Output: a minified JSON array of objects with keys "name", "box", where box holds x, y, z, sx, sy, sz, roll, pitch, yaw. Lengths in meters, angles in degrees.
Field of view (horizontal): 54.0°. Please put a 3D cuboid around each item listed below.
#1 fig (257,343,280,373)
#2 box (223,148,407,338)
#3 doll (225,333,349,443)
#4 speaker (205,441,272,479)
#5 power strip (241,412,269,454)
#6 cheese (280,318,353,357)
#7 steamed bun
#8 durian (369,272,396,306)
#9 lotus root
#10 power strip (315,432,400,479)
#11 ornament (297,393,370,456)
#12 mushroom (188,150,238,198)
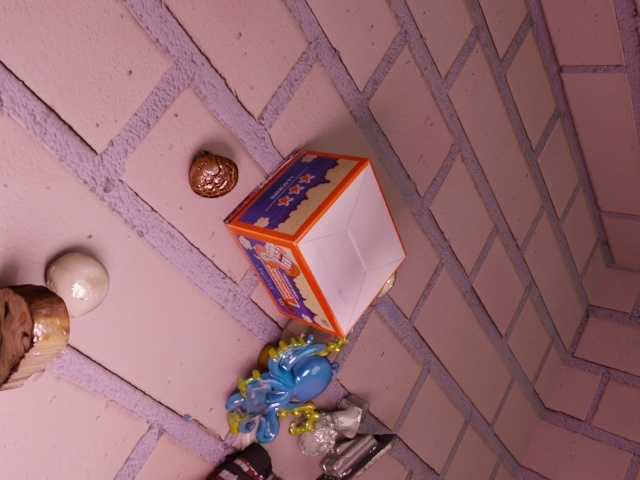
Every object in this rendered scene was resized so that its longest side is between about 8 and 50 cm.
[{"name":"fig","box":[-0.136,0.326,1.697,0.088,0.074,0.074,-47,132,-9]},{"name":"box","box":[0.000,0.000,1.619,0.319,0.256,0.349,-49,133,-25]},{"name":"doll","box":[-0.095,0.387,1.669,0.341,0.099,0.346,-8,122,-27]},{"name":"speaker","box":[-0.227,0.641,1.530,0.329,0.259,0.198,-30,105,-35]},{"name":"power strip","box":[-0.178,0.547,1.736,0.081,0.035,0.192,-14,111,-45]},{"name":"cheese","box":[0.002,0.274,1.830,0.286,0.082,0.163,-14,111,-47]},{"name":"steamed bun","box":[-0.474,0.088,1.248,0.112,0.090,0.130,-29,120,-41]},{"name":"durian","box":[0.153,0.116,1.942,0.148,0.091,0.189,-9,111,-33]},{"name":"lotus root","box":[-0.541,0.164,1.138,0.074,0.260,0.170,-9,75,-47]},{"name":"power strip","box":[0.091,0.661,1.926,0.251,0.257,0.092,-27,83,-25]},{"name":"ornament","box":[0.050,0.555,1.920,0.285,0.120,0.130,-19,122,-42]},{"name":"mushroom","box":[-0.244,-0.148,1.439,0.126,0.085,0.109,0,101,-42]}]
